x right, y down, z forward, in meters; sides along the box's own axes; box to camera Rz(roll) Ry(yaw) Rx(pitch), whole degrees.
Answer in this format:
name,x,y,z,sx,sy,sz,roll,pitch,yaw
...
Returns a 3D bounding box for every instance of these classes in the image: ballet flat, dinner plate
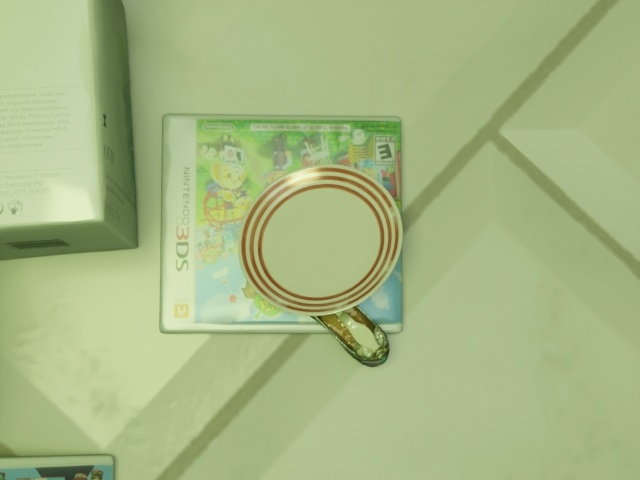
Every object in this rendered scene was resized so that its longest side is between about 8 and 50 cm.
name,x,y,z,sx,sy,sz,roll,pitch,yaw
ballet flat,0.017,0.061,0.926,0.114,0.041,0.041,44,83,2
dinner plate,0.000,0.000,0.924,0.141,0.017,0.141,-5,63,9

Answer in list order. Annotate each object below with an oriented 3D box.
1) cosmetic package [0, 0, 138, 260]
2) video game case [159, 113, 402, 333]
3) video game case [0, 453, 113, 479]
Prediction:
name,x,y,z,sx,sy,sz,roll,pitch,yaw
cosmetic package,-0.225,-0.108,0.858,0.138,0.224,0.224,-5,85,-4
video game case,-0.034,-0.015,0.962,0.212,0.023,0.193,0,85,-4
video game case,-0.269,0.268,0.882,0.201,0.023,0.183,4,84,-27
